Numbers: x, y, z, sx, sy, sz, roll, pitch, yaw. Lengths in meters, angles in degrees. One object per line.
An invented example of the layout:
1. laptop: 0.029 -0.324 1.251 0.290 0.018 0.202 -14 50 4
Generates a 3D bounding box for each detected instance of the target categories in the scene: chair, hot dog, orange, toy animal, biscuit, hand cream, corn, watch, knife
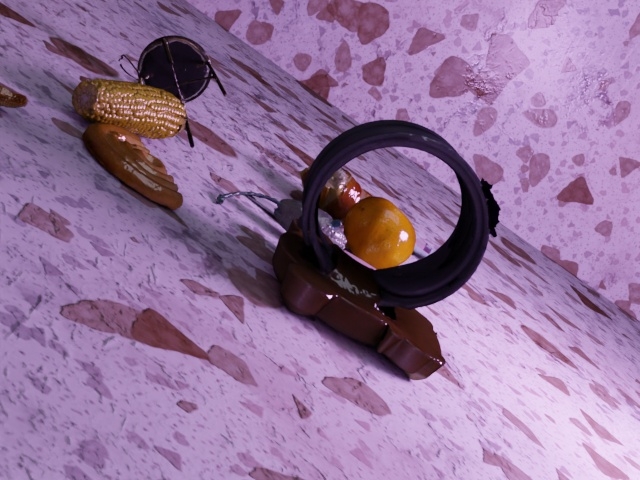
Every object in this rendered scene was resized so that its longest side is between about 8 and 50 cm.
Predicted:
1. chair: -0.296 -0.327 2.135 0.160 0.170 0.325 28 21 -25
2. hot dog: 0.043 -0.082 2.276 0.213 0.103 0.146 40 -11 -27
3. orange: 0.114 -0.012 2.152 0.154 0.134 0.154 53 -4 5
4. toy animal: -0.063 -0.047 1.901 0.253 0.070 0.079 24 -1 -17
5. biscuit: -0.302 -0.132 1.687 0.144 0.033 0.224 26 16 -40
6. hand cream: 0.168 -0.026 2.500 0.331 0.058 0.085 38 -5 -14
7. corn: -0.322 -0.225 1.836 0.091 0.091 0.260 61 20 15
8. watch: 0.120 -0.010 1.690 0.335 0.327 0.314 35 13 -9
9. knife: 0.002 0.000 1.992 0.336 0.043 0.081 38 15 16

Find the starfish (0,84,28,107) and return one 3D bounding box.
1. starfish: -0.518 -0.240 1.496 0.227 0.043 0.240 24 15 -46
